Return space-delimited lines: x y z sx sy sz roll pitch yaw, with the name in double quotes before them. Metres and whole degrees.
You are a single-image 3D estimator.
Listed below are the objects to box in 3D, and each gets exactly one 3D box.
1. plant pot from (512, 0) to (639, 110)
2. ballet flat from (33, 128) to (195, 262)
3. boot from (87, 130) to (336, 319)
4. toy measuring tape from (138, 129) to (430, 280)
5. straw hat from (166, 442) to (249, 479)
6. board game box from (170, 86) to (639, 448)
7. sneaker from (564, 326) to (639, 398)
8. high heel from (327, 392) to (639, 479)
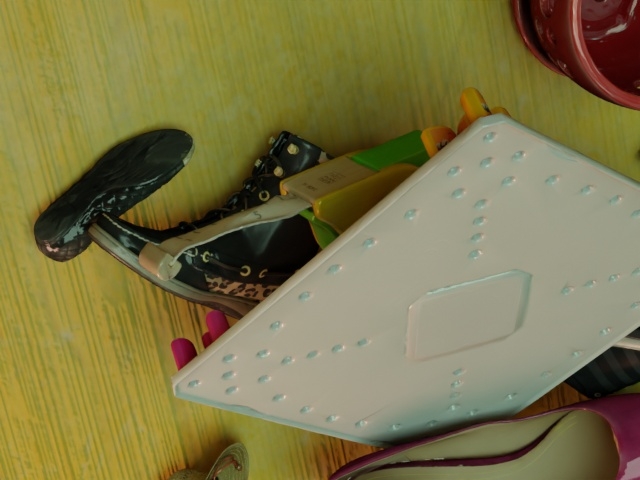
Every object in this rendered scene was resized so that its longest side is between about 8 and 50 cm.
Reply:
"plant pot" 0.282 -0.226 1.503 0.191 0.174 0.191 -5 108 -15
"ballet flat" -0.188 -0.045 1.489 0.173 0.057 0.049 -36 152 -3
"boot" -0.083 -0.028 1.493 0.236 0.085 0.178 25 96 -36
"toy measuring tape" 0.000 0.000 1.434 0.330 0.121 0.121 -23 112 -26
"straw hat" -0.125 0.256 1.578 0.061 0.144 0.144 16 103 19
"board game box" 0.123 0.050 1.446 0.390 0.050 0.390 -40 142 27
"sneaker" 0.300 0.114 1.633 0.235 0.084 0.097 7 118 17
"high heel" 0.189 0.219 1.547 0.377 0.127 0.181 -23 156 11
